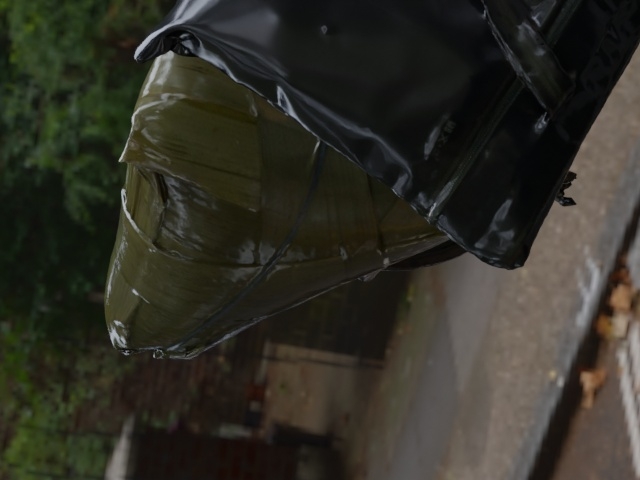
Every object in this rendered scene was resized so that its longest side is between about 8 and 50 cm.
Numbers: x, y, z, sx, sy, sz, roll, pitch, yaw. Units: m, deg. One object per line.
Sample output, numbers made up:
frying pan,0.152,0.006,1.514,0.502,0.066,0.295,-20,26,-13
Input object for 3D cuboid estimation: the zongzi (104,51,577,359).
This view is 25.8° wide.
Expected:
zongzi,0.000,0.000,0.849,0.228,0.256,0.115,111,165,-52

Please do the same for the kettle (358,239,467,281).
kettle,0.078,-0.110,1.318,0.271,0.251,0.207,-48,-13,9

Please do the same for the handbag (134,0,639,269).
handbag,0.067,-0.137,0.660,0.254,0.211,0.088,-58,-8,-13
